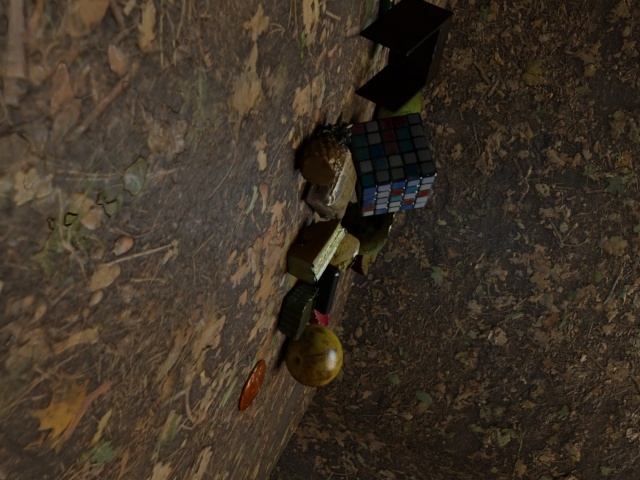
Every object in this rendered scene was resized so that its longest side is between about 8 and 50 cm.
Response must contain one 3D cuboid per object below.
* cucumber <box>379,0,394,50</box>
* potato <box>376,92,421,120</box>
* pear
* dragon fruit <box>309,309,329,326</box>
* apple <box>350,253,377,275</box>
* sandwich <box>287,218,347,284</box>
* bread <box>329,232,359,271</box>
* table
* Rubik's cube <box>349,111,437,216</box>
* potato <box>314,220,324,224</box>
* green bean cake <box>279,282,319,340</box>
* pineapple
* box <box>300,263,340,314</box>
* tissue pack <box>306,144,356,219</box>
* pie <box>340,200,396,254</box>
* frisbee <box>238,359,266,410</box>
[{"bbox_3d":[0.235,-0.778,1.474,0.250,0.056,0.056,78,33,-64],"label":"cucumber"},{"bbox_3d":[0.387,-0.640,2.033,0.304,0.216,0.216,-64,168,-7],"label":"potato"},{"bbox_3d":[-0.026,0.518,1.886,0.281,0.281,0.280,20,90,-78],"label":"pear"},{"bbox_3d":[-0.038,0.380,2.062,0.111,0.153,0.153,-31,-178,20],"label":"dragon fruit"},{"bbox_3d":[0.273,0.008,2.406,0.328,0.295,0.364,-116,-152,-52],"label":"apple"},{"bbox_3d":[-0.013,0.022,1.458,0.235,0.128,0.122,-55,156,-31],"label":"sandwich"},{"bbox_3d":[0.070,0.049,1.793,0.197,0.171,0.197,26,90,-89],"label":"bread"},{"bbox_3d":[0.278,-0.642,1.434,0.282,0.196,0.250,-46,160,-23],"label":"table"},{"bbox_3d":[0.273,-0.292,1.655,0.293,0.287,0.291,76,6,-68],"label":"Rubik's cube"},{"bbox_3d":[0.000,0.000,1.623,0.188,0.085,0.105,93,-2,-65],"label":"potato"},{"bbox_3d":[-0.089,0.271,1.622,0.181,0.094,0.173,-47,155,-62],"label":"green bean cake"},{"bbox_3d":[0.022,-0.272,1.210,0.128,0.128,0.248,96,12,-49],"label":"pineapple"},{"bbox_3d":[-0.007,0.182,1.690,0.050,0.160,0.230,-31,142,-47],"label":"box"},{"bbox_3d":[0.047,-0.189,1.424,0.256,0.123,0.215,49,59,-78],"label":"tissue pack"},{"bbox_3d":[0.204,-0.077,1.893,0.078,0.371,0.296,10,75,-38],"label":"pie"},{"bbox_3d":[-0.238,0.532,1.515,0.192,0.035,0.192,19,90,-78],"label":"frisbee"}]
